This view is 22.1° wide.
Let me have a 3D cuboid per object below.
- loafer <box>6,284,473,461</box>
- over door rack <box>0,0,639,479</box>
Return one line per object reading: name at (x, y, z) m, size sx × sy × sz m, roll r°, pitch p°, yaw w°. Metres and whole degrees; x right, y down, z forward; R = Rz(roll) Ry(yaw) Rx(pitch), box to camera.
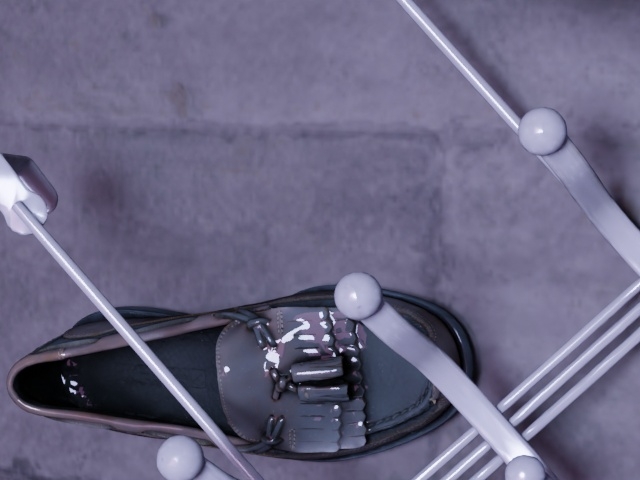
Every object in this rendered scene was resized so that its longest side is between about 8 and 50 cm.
loafer at (-0.051, 0.078, 0.882) m, size 0.267 × 0.084 × 0.096 m, roll -4°, pitch 94°, yaw 33°
over door rack at (0.000, 0.000, 0.781) m, size 0.239 × 0.108 × 0.324 m, roll -42°, pitch 73°, yaw 4°
